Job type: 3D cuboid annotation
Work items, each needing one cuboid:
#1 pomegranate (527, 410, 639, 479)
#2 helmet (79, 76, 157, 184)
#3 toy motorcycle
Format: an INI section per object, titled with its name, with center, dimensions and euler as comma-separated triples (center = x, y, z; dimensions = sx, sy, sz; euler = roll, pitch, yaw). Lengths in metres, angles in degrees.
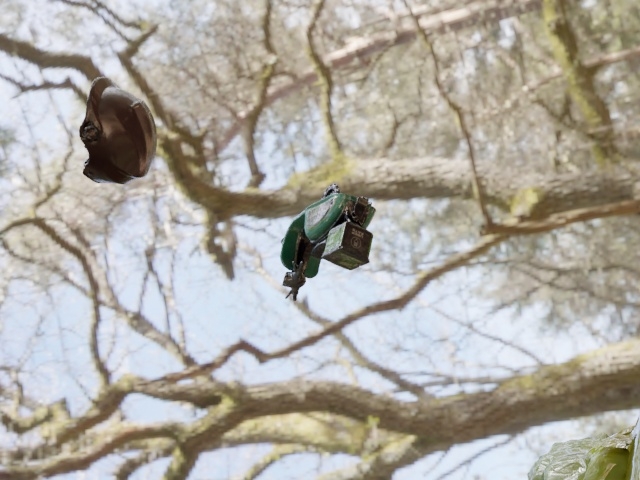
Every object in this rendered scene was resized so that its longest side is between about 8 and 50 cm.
[pomegranate]
center = 0.149, 0.182, 0.357
dimensions = 0.340, 0.260, 0.261
euler = 5, -104, -63
[helmet]
center = -0.223, -0.120, 1.200
dimensions = 0.098, 0.070, 0.123
euler = -56, -24, -62
[toy motorcycle]
center = 0.000, 0.000, 1.152
dimensions = 0.058, 0.173, 0.100
euler = 25, -117, -23
